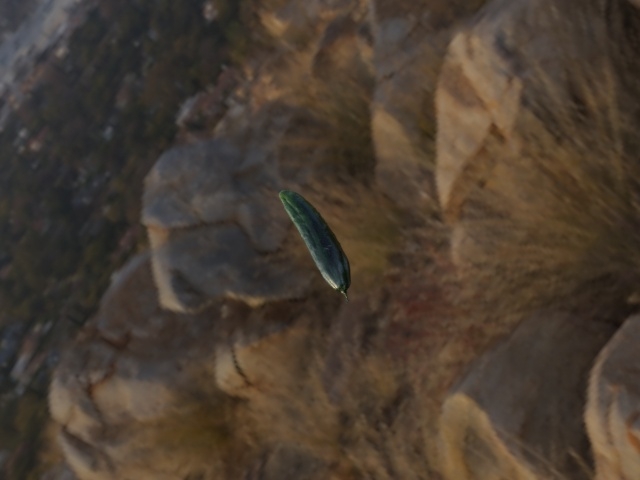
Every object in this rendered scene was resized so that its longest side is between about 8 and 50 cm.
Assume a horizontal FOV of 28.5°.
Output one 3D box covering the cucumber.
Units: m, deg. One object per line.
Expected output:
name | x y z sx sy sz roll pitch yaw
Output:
cucumber | 0.000 0.000 1.497 0.039 0.039 0.168 -43 63 24
